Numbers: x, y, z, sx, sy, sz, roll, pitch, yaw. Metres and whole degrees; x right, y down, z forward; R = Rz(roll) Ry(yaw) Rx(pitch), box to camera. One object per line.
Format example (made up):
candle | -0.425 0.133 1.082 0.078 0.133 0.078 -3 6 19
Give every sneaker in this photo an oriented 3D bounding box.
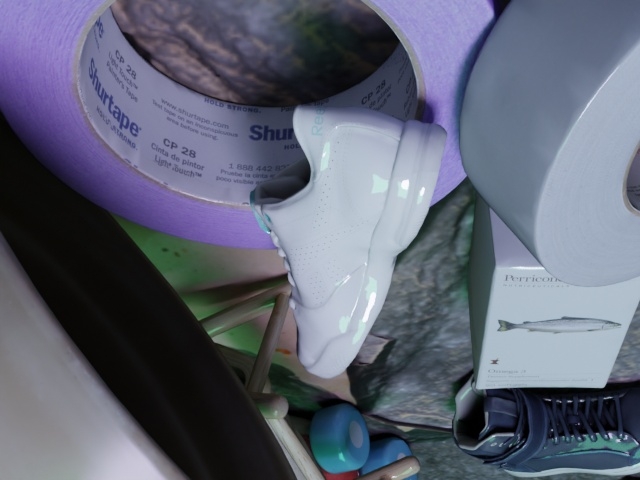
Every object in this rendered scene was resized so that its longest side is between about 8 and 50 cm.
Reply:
sneaker | 0.241 0.180 0.898 0.226 0.086 0.163 -22 141 32
sneaker | 0.000 0.000 0.527 0.094 0.080 0.212 17 137 -1

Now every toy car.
toy car | -0.025 0.333 0.996 0.219 0.237 0.210 -20 139 27

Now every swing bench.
swing bench | -0.077 0.196 0.803 0.255 0.165 0.253 -16 121 22

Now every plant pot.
plant pot | -0.205 0.130 0.506 0.280 0.323 0.323 -38 137 0

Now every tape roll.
tape roll | -0.037 -0.107 0.504 0.275 0.090 0.274 1 145 0
tape roll | 0.183 -0.078 0.468 0.219 0.072 0.219 -22 142 -18

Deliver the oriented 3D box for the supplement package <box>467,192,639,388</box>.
supplement package | 0.168 0.026 0.668 0.105 0.105 0.179 -1 144 5
